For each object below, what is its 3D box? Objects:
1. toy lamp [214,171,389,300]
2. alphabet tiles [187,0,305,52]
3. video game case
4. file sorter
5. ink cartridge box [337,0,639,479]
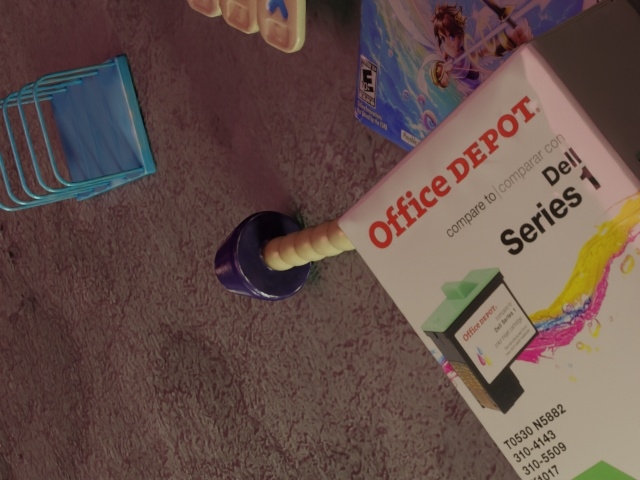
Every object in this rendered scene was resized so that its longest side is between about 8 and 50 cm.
[{"bbox_3d":[0.000,0.000,1.394,0.275,0.080,0.080,-16,89,55],"label":"toy lamp"},{"bbox_3d":[-0.056,-0.294,1.323,0.284,0.021,0.278,31,128,49],"label":"alphabet tiles"},{"bbox_3d":[0.126,-0.151,1.153,0.269,0.061,0.244,35,129,46],"label":"video game case"},{"bbox_3d":[-0.258,-0.101,1.717,0.170,0.104,0.118,-15,89,58],"label":"file sorter"},{"bbox_3d":[0.170,0.030,1.024,0.278,0.117,0.201,54,133,8],"label":"ink cartridge box"}]
